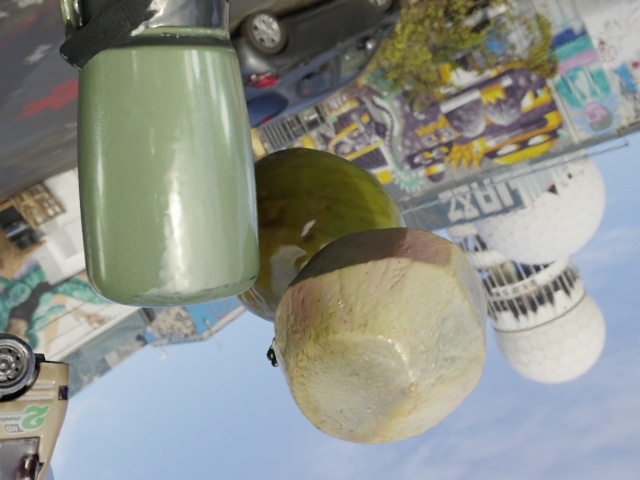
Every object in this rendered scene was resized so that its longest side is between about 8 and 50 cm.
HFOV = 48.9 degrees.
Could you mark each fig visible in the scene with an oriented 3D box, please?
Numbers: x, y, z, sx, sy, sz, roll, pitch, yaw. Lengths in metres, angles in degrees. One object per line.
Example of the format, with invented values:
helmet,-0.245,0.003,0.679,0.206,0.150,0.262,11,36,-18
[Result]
fig,-0.007,-0.002,1.282,0.343,0.343,0.343,-27,-170,5

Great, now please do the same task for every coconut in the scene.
coconut,0.075,0.106,0.825,0.259,0.259,0.259,-27,-170,5

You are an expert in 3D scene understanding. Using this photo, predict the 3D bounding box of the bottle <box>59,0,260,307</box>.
bottle,-0.148,-0.119,0.659,0.169,0.346,0.168,-2,-169,0

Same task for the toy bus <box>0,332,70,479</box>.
toy bus,-0.351,0.148,0.536,0.290,0.157,0.139,7,170,-38

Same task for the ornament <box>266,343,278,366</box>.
ornament,0.011,0.131,1.057,0.203,0.081,0.088,-12,159,-20

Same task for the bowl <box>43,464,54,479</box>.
bowl,-0.410,0.315,0.757,0.287,0.143,0.287,-17,-147,11
